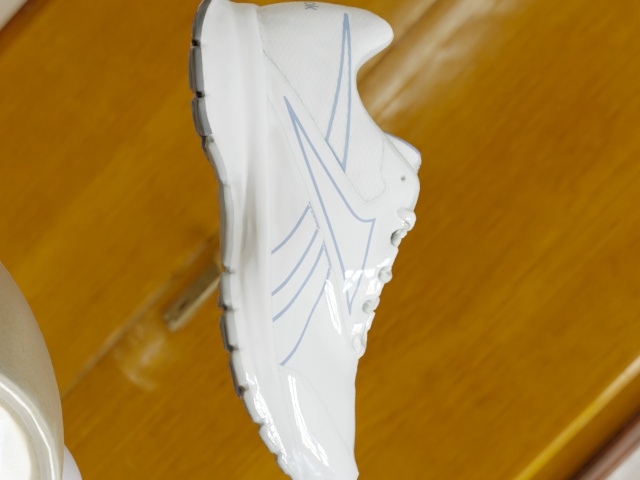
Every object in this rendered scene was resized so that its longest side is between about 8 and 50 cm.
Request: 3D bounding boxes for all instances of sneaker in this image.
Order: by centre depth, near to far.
[{"bbox_3d":[0.000,0.000,0.823,0.111,0.129,0.297,-170,-107,-86],"label":"sneaker"}]

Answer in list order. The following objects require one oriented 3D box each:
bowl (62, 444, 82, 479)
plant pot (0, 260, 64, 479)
[{"bbox_3d":[-0.298,0.169,1.070,0.298,0.134,0.298,16,12,-4],"label":"bowl"},{"bbox_3d":[-0.235,0.094,0.733,0.256,0.256,0.274,40,-13,-26],"label":"plant pot"}]
